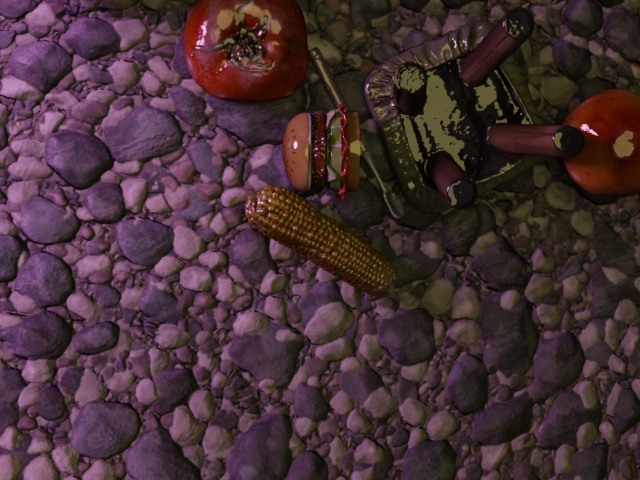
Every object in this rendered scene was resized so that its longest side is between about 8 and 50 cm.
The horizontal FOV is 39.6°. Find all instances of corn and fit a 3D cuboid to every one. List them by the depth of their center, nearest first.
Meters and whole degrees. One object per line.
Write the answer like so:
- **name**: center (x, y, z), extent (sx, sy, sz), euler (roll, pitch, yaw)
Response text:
- **corn**: center (0.000, 0.000, 1.617), extent (0.320, 0.097, 0.097), euler (33, 85, -12)

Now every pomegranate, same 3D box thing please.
- **pomegranate**: center (0.547, -0.177, 1.661), extent (0.209, 0.209, 0.209), euler (0, 92, -11)

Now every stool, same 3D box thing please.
- **stool**: center (0.274, -0.228, 1.596), extent (0.310, 0.226, 0.310), euler (-26, 98, -9)

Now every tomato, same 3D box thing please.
- **tomato**: center (-0.125, -0.352, 1.578), extent (0.236, 0.095, 0.237), euler (0, 92, -11)

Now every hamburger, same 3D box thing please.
- **hamburger**: center (0.000, -0.159, 1.576), extent (0.137, 0.175, 0.175), euler (1, 91, -5)

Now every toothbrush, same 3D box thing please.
- **toothbrush**: center (0.069, -0.198, 1.653), extent (0.024, 0.029, 0.354), euler (-31, 97, -22)
